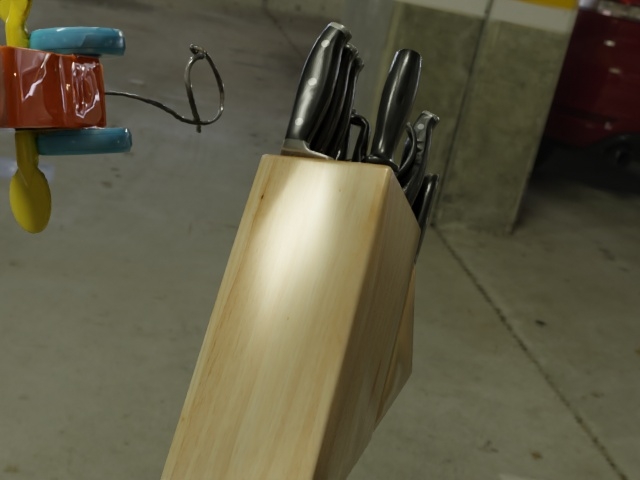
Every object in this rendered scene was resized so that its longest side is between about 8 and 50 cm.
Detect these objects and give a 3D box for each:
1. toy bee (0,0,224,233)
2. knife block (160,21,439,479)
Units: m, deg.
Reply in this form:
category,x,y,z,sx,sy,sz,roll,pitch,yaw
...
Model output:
category,x,y,z,sx,sy,sz,roll,pitch,yaw
toy bee,-0.218,-0.101,0.743,0.162,0.195,0.298,-1,-14,21
knife block,0.000,0.000,0.585,0.088,0.242,0.276,7,22,21
